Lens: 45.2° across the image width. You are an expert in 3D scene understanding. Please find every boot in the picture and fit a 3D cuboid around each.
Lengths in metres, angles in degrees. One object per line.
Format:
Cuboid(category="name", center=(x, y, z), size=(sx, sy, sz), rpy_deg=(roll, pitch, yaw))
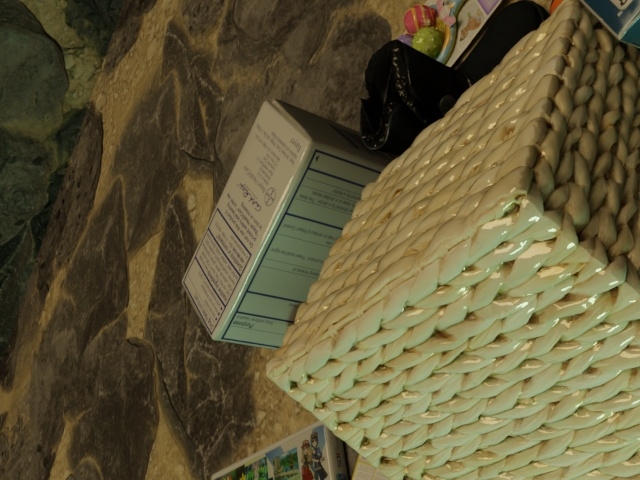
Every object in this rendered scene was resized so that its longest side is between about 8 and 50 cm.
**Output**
Cuboid(category="boot", center=(0.163, -0.204, 0.934), size=(0.094, 0.207, 0.246), rpy_deg=(26, 99, 54))

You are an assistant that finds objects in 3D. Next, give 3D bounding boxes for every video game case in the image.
Cuboid(category="video game case", center=(-0.060, 0.459, 1.151), size=(0.329, 0.036, 0.299), rpy_deg=(-38, 50, 42))

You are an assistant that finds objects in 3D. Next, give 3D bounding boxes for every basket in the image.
Cuboid(category="basket", center=(0.182, 0.032, 0.653), size=(0.331, 0.266, 0.328), rpy_deg=(-41, 13, 44))

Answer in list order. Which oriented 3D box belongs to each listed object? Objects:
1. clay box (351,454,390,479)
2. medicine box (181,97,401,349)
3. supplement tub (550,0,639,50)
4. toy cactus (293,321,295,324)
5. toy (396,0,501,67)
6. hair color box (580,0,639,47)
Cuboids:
Cuboid(category="clay box", center=(0.075, 0.380, 0.949), size=(0.127, 0.053, 0.221), rpy_deg=(0, 68, 53))
Cuboid(category="medicine box", center=(0.000, 0.000, 1.034), size=(0.289, 0.264, 0.149), rpy_deg=(-62, 37, 17))
Cuboid(category="supplement tub", center=(0.304, -0.216, 0.835), size=(0.106, 0.106, 0.197), rpy_deg=(-17, 64, 50))
Cuboid(category="toy cactus", center=(0.050, 0.147, 0.987), size=(0.112, 0.181, 0.219), rpy_deg=(-94, 28, -54))
Cuboid(category="toy", center=(0.156, -0.307, 1.110), size=(0.237, 0.056, 0.136), rpy_deg=(-48, 42, 32))
Cuboid(category="hair color box", center=(0.249, -0.307, 0.700), size=(0.105, 0.174, 0.347), rpy_deg=(-52, 50, 34))
